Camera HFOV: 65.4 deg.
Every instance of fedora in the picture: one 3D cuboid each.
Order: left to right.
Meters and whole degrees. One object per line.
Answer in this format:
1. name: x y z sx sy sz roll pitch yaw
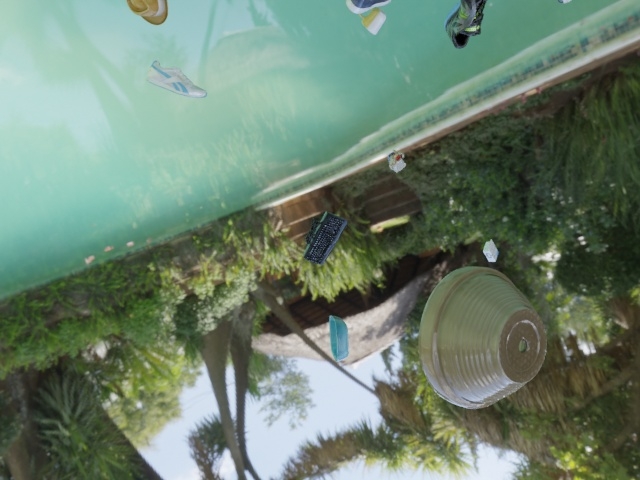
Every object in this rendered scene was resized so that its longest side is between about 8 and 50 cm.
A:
1. fedora: -0.646 -0.875 1.817 0.194 0.194 0.079 -18 -159 44

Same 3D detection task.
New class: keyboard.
1. keyboard: 0.000 0.000 1.496 0.038 0.100 0.192 -82 -164 -54

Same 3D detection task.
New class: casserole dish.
1. casserole dish: 0.051 0.269 1.384 0.036 0.114 0.188 -3 179 -5

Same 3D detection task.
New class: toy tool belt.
1. toy tool belt: 0.217 -0.241 1.465 0.052 0.051 0.083 -34 153 -1

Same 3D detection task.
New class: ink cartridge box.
1. ink cartridge box: 0.650 0.037 1.908 0.028 0.083 0.048 -1 -131 43

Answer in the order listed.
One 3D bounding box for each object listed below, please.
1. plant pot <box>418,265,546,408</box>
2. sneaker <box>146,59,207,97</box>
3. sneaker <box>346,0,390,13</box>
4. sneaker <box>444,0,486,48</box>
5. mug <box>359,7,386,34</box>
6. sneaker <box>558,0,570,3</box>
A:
1. plant pot: 0.283 0.162 0.809 0.237 0.238 0.109 -23 -169 -28
2. sneaker: -0.545 -0.613 1.917 0.228 0.092 0.087 17 -167 -19
3. sneaker: 0.190 -0.767 1.458 0.226 0.086 0.163 -45 -176 -32
4. sneaker: 0.286 -0.427 0.927 0.067 0.078 0.188 -13 169 -6
5. mug: 0.168 -0.696 1.564 0.078 0.062 0.064 9 138 -45
6. sneaker: 0.513 -0.719 1.217 0.148 0.350 0.131 -13 -132 37
